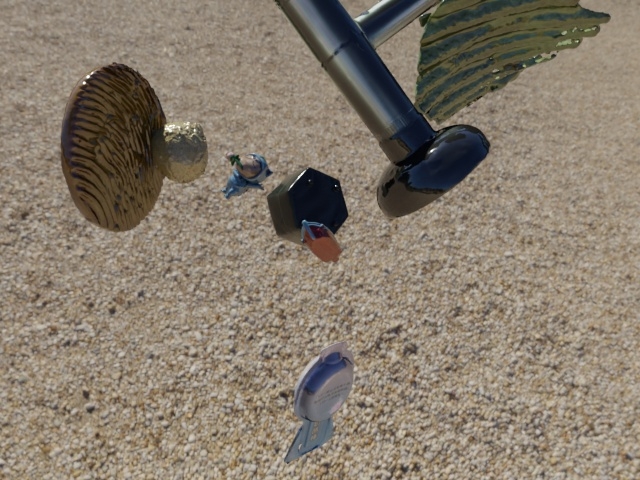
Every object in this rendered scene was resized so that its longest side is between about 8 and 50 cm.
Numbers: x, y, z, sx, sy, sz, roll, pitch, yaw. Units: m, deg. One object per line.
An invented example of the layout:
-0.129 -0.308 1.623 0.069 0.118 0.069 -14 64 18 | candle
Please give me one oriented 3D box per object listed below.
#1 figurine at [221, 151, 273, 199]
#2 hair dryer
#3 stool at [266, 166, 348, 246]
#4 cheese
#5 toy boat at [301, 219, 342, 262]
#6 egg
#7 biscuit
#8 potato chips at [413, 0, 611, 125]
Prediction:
-0.252 -0.211 1.608 0.178 0.144 0.114 -42 54 5 | figurine
0.127 -0.235 0.631 0.284 0.155 0.320 -31 97 -13 | hair dryer
-0.038 -0.100 1.518 0.232 0.141 0.232 6 79 -34 | stool
0.000 0.282 0.882 0.135 0.245 0.052 -9 31 -39 | cheese
0.000 0.000 1.199 0.069 0.173 0.059 -34 59 8 | toy boat
-0.283 -0.181 1.016 0.118 0.116 0.140 -25 65 -10 | egg
-0.378 -0.172 0.962 0.040 0.318 0.318 6 39 12 | biscuit
0.349 -0.381 0.981 0.373 0.389 0.097 28 36 -57 | potato chips
